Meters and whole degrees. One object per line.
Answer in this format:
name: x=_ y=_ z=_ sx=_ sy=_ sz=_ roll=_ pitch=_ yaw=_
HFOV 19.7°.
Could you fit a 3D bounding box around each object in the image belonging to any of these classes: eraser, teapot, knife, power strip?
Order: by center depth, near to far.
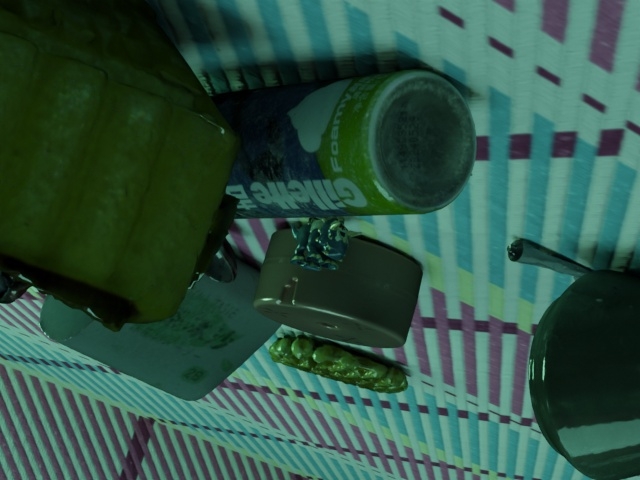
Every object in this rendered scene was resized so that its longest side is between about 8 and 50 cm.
teapot: x=0.303 y=0.102 z=1.449 sx=0.225 sy=0.171 sz=0.203 roll=-3 pitch=-171 yaw=42
knife: x=-0.137 y=-0.024 z=1.685 sx=0.123 sy=0.053 sz=0.278 roll=6 pitch=165 yaw=27
power strip: x=0.018 y=0.046 z=1.722 sx=0.154 sy=0.078 sz=0.154 roll=13 pitch=168 yaw=3
eraser: x=-0.157 y=0.069 z=1.900 sx=0.227 sy=0.174 sz=0.081 roll=33 pitch=-158 yaw=-51

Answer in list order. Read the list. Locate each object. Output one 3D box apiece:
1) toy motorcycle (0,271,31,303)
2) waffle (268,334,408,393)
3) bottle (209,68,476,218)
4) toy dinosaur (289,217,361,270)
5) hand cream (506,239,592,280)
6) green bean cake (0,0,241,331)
toy motorcycle: x=-0.406 y=-0.013 z=1.910 sx=0.207 sy=0.134 sz=0.401 roll=9 pitch=167 yaw=30
waffle: x=0.023 y=0.161 z=2.337 sx=0.183 sy=0.036 sz=0.169 roll=17 pitch=170 yaw=1
bottle: x=-0.031 y=-0.061 z=1.278 sx=0.093 sy=0.093 sz=0.330 roll=25 pitch=165 yaw=-33
toy dinosaur: x=0.000 y=0.000 z=1.621 sx=0.030 sy=0.047 sz=0.083 roll=25 pitch=162 yaw=-32
hand cream: x=0.191 y=0.018 z=1.524 sx=0.093 sy=0.019 sz=0.030 roll=17 pitch=168 yaw=-34
green bean cake: x=-0.223 y=-0.095 z=1.201 sx=0.310 sy=0.202 sz=0.285 roll=27 pitch=177 yaw=-35
